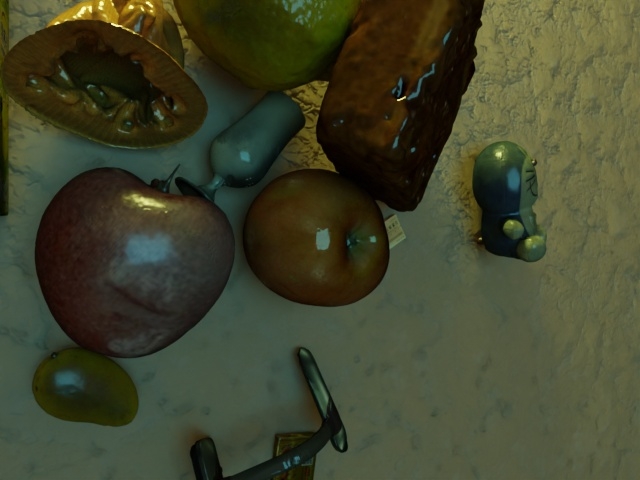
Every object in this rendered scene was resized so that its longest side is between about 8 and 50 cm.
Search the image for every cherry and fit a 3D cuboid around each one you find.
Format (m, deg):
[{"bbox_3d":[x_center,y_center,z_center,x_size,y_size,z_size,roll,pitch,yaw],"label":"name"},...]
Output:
[{"bbox_3d":[-0.262,0.033,0.684,0.261,0.221,0.308,19,103,-19],"label":"cherry"}]

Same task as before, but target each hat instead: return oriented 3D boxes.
[{"bbox_3d":[-0.297,-0.292,0.699,0.244,0.234,0.234,-7,63,-4],"label":"hat"}]

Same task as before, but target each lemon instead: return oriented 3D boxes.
[{"bbox_3d":[-0.084,-0.373,0.726,0.321,0.268,0.268,35,76,-16],"label":"lemon"}]

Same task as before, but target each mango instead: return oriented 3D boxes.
[{"bbox_3d":[-0.345,0.224,0.724,0.161,0.076,0.103,40,70,-27],"label":"mango"}]

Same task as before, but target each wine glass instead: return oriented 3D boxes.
[{"bbox_3d":[-0.127,-0.146,0.807,0.103,0.103,0.231,47,68,-21],"label":"wine glass"}]

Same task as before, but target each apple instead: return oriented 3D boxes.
[{"bbox_3d":[0.000,0.000,0.808,0.253,0.253,0.254,-1,93,-27],"label":"apple"}]

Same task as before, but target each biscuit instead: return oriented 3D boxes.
[{"bbox_3d":[0.138,-0.244,0.791,0.166,0.395,0.343,20,85,15],"label":"biscuit"}]

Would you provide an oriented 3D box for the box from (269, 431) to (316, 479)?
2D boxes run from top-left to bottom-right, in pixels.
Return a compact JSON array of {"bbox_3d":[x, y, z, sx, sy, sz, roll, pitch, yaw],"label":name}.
[{"bbox_3d":[-0.053,0.444,0.914,0.088,0.022,0.157,6,89,-28],"label":"box"}]

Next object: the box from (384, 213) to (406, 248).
[{"bbox_3d":[0.130,-0.008,0.993,0.093,0.015,0.058,-33,108,-23],"label":"box"}]

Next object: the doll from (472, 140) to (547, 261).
[{"bbox_3d":[0.420,-0.090,1.068,0.228,0.153,0.259,-27,115,-58],"label":"doll"}]

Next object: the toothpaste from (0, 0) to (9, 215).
[{"bbox_3d":[-0.454,-0.189,0.629,0.077,0.110,0.328,1,92,-26],"label":"toothpaste"}]

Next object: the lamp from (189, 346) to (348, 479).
[{"bbox_3d":[-0.089,0.314,0.833,0.283,0.124,0.203,-16,74,-23],"label":"lamp"}]
